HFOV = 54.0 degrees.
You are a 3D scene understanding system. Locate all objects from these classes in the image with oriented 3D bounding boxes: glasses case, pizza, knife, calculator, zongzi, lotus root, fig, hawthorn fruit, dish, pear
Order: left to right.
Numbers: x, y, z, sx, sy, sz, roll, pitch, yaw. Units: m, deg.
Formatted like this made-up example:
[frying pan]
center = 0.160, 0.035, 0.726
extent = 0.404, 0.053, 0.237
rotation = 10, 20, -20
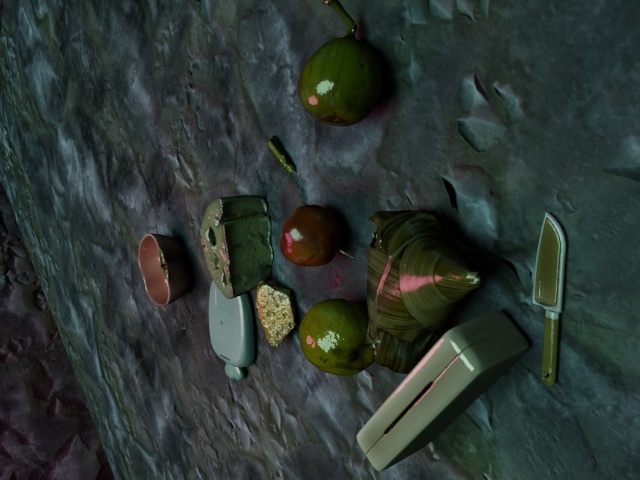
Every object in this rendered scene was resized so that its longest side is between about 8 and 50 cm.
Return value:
[dish]
center = -0.433, 0.079, 1.781
extent = 0.213, 0.090, 0.214
rotation = 20, 116, 50
[calculator]
center = -0.230, 0.220, 1.602
extent = 0.184, 0.042, 0.296
rotation = 12, 108, 49
[lotus root]
center = -0.194, 0.005, 1.443
extent = 0.138, 0.118, 0.235
rotation = 17, 114, 48
[pizza]
center = -0.098, 0.161, 1.415
extent = 0.098, 0.035, 0.160
rotation = -12, 96, 26
[hawthorn fruit]
center = -0.013, -0.006, 1.227
extent = 0.125, 0.140, 0.125
rotation = -52, 28, 44
[pear]
center = 0.037, 0.182, 1.179
extent = 0.162, 0.148, 0.149
rotation = 17, 113, 55
[fig]
center = 0.036, -0.290, 1.084
extent = 0.142, 0.147, 0.187
rotation = 130, 159, -60
[zongzi]
center = 0.165, 0.114, 0.966
extent = 0.288, 0.134, 0.286
rotation = -135, 40, -65
[glasses case]
center = 0.187, 0.250, 1.017
extent = 0.076, 0.143, 0.336
rotation = 53, 134, 26
[knife]
center = 0.324, 0.087, 0.901
extent = 0.046, 0.022, 0.256
rotation = 15, 111, 53

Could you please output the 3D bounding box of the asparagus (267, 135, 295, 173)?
[asparagus]
center = -0.083, -0.182, 1.333
extent = 0.108, 0.021, 0.025
rotation = 57, 136, 25
